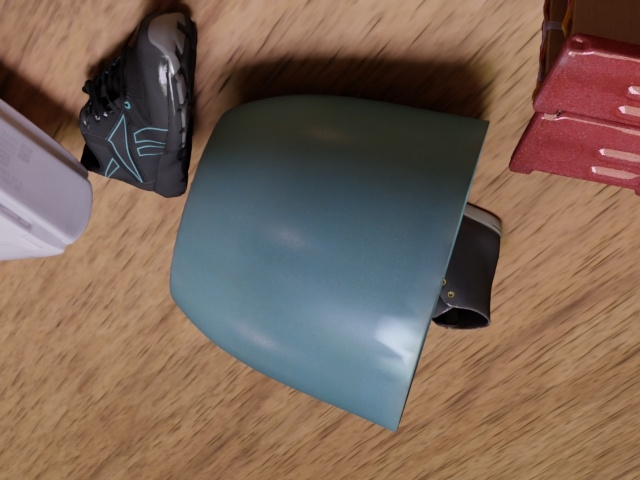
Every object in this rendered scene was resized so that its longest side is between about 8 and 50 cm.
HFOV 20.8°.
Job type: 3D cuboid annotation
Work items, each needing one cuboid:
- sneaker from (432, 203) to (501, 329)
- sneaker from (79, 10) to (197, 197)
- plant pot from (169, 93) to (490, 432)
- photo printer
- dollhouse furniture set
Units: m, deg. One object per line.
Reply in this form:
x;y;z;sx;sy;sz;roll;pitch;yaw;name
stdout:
0.089;0.010;1.751;0.222;0.118;0.083;17;150;-24;sneaker
-0.165;-0.115;1.560;0.106;0.101;0.267;8;152;-3;sneaker
0.000;0.000;1.581;0.235;0.293;0.293;17;153;4;plant pot
-0.404;-0.067;1.634;0.307;0.107;0.256;-6;150;37;photo printer
0.340;-0.132;1.304;0.374;0.201;0.152;13;146;-3;dollhouse furniture set
